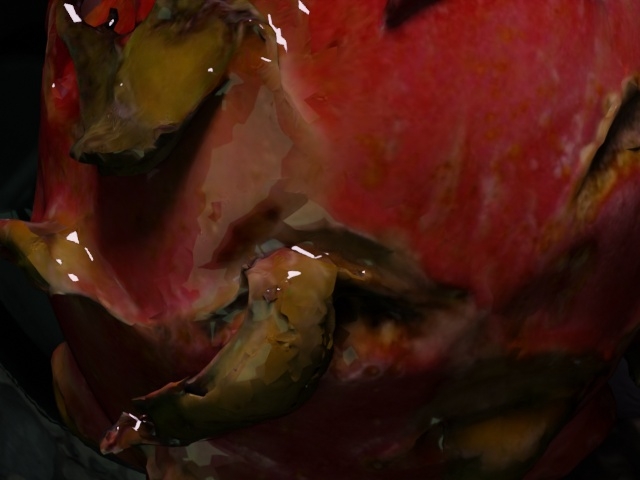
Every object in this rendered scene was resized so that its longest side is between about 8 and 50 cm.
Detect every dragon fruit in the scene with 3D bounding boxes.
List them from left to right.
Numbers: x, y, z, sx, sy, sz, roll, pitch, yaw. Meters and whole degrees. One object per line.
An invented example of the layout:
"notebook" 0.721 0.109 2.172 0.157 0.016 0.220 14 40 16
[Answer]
"dragon fruit" 0.000 0.000 0.603 0.250 0.269 0.291 44 122 35

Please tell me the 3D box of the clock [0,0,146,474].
"clock" -0.106 -0.009 0.867 0.325 0.067 0.325 23 132 28

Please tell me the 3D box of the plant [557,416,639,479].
"plant" 0.070 0.232 0.771 0.213 0.215 0.312 48 142 0
